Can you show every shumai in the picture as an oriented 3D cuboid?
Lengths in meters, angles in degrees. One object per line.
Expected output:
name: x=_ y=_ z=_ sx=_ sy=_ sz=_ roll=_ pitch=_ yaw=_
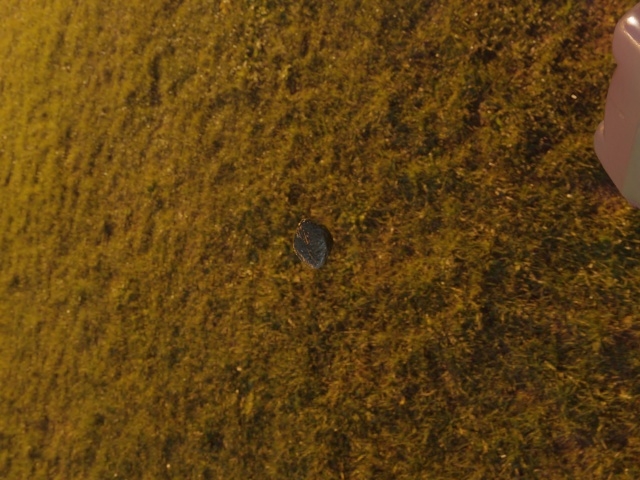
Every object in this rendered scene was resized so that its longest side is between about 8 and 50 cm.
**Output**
shumai: x=0.000 y=0.000 z=0.887 sx=0.082 sy=0.080 sz=0.083 roll=-30 pitch=83 yaw=39

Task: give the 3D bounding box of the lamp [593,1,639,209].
lamp: x=0.404 y=-0.106 z=0.399 sx=0.300 sy=0.247 sz=0.248 roll=-12 pitch=45 yaw=7
